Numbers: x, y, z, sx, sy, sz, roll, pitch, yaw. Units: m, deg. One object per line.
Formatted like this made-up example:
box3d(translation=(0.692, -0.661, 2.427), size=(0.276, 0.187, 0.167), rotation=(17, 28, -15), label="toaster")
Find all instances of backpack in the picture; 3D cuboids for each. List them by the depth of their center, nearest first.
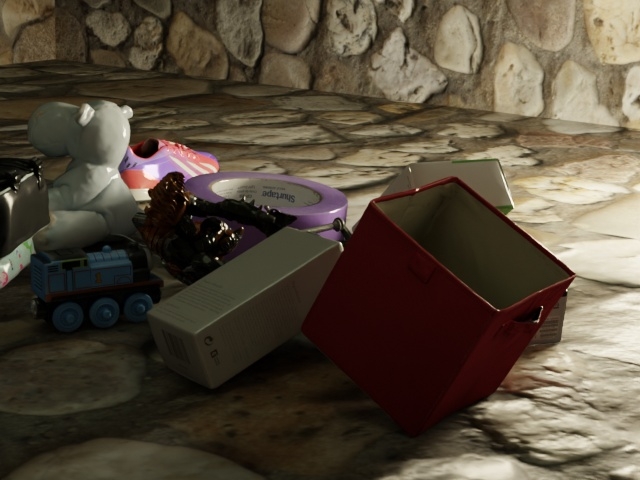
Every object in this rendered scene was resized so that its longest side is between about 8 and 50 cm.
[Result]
box3d(translation=(-0.538, -0.029, 1.726), size=(0.254, 0.191, 0.225), rotation=(4, 18, 6), label="backpack")

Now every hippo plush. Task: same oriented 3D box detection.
box3d(translation=(-0.401, -0.111, 1.961), size=(0.294, 0.236, 0.234), rotation=(8, 16, 22), label="hippo plush")

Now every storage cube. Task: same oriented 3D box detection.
box3d(translation=(0.130, 0.071, 1.331), size=(0.215, 0.193, 0.184), rotation=(43, 34, 22), label="storage cube")

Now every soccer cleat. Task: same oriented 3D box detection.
box3d(translation=(-0.302, -0.154, 2.366), size=(0.109, 0.116, 0.318), rotation=(10, 18, 29), label="soccer cleat")

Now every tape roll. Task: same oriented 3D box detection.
box3d(translation=(-0.094, -0.040, 1.987), size=(0.275, 0.090, 0.275), rotation=(5, 17, -2), label="tape roll")

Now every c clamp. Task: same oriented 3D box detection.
box3d(translation=(0.000, 0.000, 1.843), size=(0.161, 0.137, 0.022), rotation=(-6, -23, -44), label="c clamp")

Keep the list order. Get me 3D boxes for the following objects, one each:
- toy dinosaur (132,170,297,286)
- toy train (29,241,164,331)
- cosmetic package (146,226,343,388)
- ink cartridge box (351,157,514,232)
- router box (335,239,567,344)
box3d(translation=(-0.171, 0.001, 1.636), size=(0.218, 0.164, 0.322), rotation=(20, -1, 13), label="toy dinosaur")
box3d(translation=(-0.299, 0.059, 1.596), size=(0.184, 0.105, 0.080), rotation=(-7, 18, -29), label="toy train")
box3d(translation=(-0.083, 0.077, 1.456), size=(0.231, 0.085, 0.117), rotation=(-30, 28, -28), label="cosmetic package")
box3d(translation=(0.166, -0.034, 1.818), size=(0.160, 0.092, 0.219), rotation=(-5, -23, -25), label="ink cartridge box")
box3d(translation=(0.140, 0.070, 1.629), size=(0.309, 0.081, 0.243), rotation=(-4, 21, -21), label="router box")
